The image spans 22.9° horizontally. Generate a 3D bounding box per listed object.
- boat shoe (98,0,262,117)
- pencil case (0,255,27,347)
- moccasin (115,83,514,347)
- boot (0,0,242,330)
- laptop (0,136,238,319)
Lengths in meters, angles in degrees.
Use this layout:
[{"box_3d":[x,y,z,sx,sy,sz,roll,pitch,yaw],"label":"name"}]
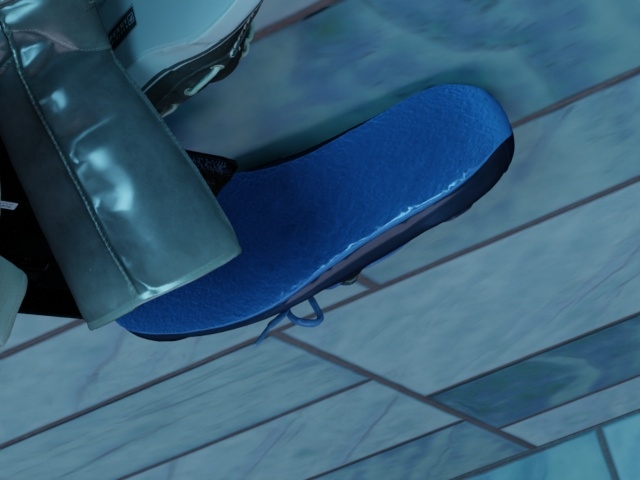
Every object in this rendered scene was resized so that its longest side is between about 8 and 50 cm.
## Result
[{"box_3d":[-0.080,-0.131,0.947,0.070,0.078,0.219,3,159,-38],"label":"boat shoe"},{"box_3d":[-0.362,0.004,0.784,0.410,0.160,0.183,1,143,14],"label":"pencil case"},{"box_3d":[0.000,0.000,1.225,0.342,0.138,0.117,-21,162,14],"label":"moccasin"},{"box_3d":[-0.169,-0.046,0.907,0.189,0.208,0.076,-20,-163,14],"label":"boot"},{"box_3d":[-0.237,-0.023,1.107,0.234,0.137,0.264,8,132,-46],"label":"laptop"}]
